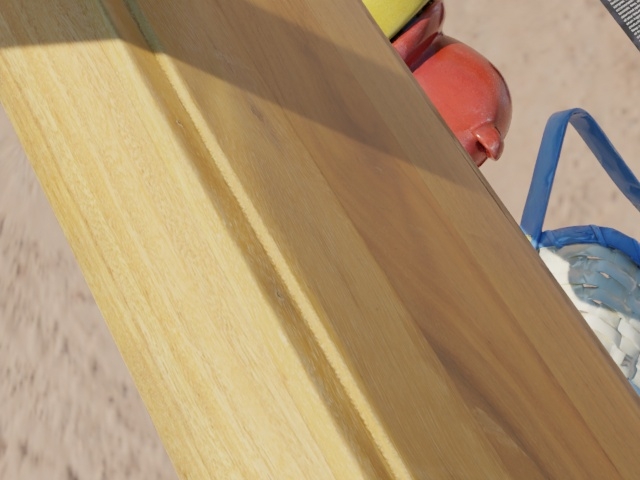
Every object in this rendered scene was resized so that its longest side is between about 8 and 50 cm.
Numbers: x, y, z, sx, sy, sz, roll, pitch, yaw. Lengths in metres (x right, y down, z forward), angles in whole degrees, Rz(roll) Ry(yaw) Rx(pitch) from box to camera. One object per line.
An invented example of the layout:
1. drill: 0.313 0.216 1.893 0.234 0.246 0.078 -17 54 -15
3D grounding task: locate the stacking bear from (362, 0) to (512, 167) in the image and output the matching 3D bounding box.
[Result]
1. stacking bear: 0.017 -0.156 1.335 0.164 0.175 0.289 -45 96 -10

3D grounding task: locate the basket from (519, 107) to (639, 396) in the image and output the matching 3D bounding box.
1. basket: 0.252 0.055 1.705 0.255 0.201 0.289 45 55 -31

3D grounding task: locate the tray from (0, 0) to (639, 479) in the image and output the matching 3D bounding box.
1. tray: 0.000 0.000 0.741 0.203 0.411 0.076 15 124 -42

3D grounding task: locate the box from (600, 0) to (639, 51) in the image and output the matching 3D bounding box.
1. box: 0.314 -0.215 1.624 0.116 0.029 0.162 -34 105 26
